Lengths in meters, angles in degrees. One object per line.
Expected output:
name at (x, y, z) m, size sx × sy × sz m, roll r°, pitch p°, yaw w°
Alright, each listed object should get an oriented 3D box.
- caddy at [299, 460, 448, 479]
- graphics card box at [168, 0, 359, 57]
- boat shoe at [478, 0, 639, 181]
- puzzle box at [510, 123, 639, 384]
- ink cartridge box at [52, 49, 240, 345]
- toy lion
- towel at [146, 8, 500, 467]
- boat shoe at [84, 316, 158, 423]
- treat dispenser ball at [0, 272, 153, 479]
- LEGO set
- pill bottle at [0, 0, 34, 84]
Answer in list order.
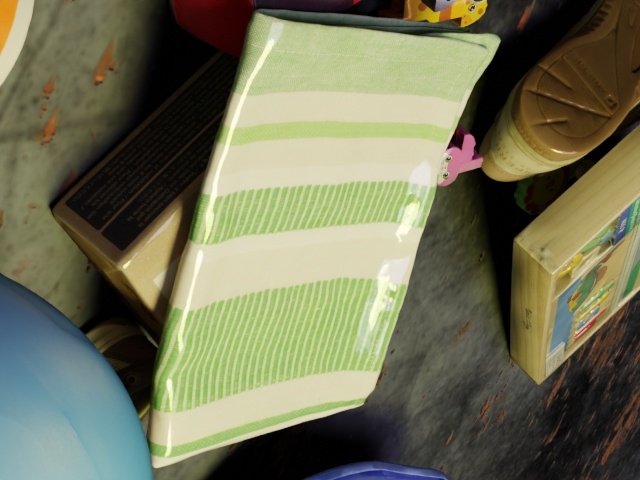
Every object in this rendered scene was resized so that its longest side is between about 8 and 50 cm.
caddy at (0.014, 0.319, 1.184) m, size 0.241 × 0.179 × 0.341 m, roll -38°, pitch 150°, yaw 17°
graphics card box at (0.053, -0.302, 0.771) m, size 0.371 × 0.094 × 0.233 m, roll -38°, pitch 143°, yaw -26°
boat shoe at (0.277, -0.168, 1.168) m, size 0.341 × 0.122 × 0.110 m, roll -33°, pitch 176°, yaw -31°
puzzle box at (0.314, -0.002, 1.276) m, size 0.272 × 0.052 × 0.409 m, roll -42°, pitch 159°, yaw -8°
ink cartridge box at (-0.058, -0.004, 0.891) m, size 0.193 × 0.088 × 0.235 m, roll -45°, pitch 145°, yaw -13°
toy lion at (0.240, -0.075, 1.258) m, size 0.096 × 0.034 × 0.100 m, roll -36°, pitch 142°, yaw -15°
towel at (0.000, 0.000, 0.853) m, size 0.248 × 0.038 × 0.325 m, roll -8°, pitch 124°, yaw -48°
boat shoe at (-0.194, 0.155, 0.868) m, size 0.223 × 0.073 × 0.080 m, roll -48°, pitch 146°, yaw -12°
treat dispenser ball at (-0.229, 0.147, 0.623) m, size 0.288 × 0.288 × 0.288 m, roll -32°, pitch 140°, yaw -32°
LEGO set at (0.099, -0.154, 0.954) m, size 0.093 × 0.087 × 0.227 m, roll -16°, pitch 133°, yaw -25°
pill bottle at (-0.242, -0.131, 0.521) m, size 0.221 × 0.121 × 0.121 m, roll 17°, pitch 104°, yaw -55°
